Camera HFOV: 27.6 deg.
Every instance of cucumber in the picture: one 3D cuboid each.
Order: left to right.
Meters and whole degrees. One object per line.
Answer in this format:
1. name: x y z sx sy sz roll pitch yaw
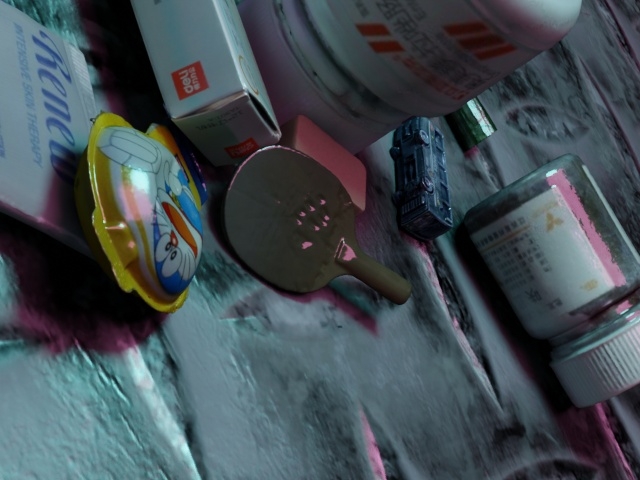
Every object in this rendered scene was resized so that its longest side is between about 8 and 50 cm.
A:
1. cucumber: 0.190 -0.172 1.703 0.048 0.048 0.105 -13 73 -56

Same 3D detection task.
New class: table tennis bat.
1. table tennis bat: 0.000 0.000 1.275 0.234 0.022 0.131 34 70 -28

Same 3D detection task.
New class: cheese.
1. cheese: -0.143 -0.036 1.099 0.270 0.069 0.177 -71 140 -69

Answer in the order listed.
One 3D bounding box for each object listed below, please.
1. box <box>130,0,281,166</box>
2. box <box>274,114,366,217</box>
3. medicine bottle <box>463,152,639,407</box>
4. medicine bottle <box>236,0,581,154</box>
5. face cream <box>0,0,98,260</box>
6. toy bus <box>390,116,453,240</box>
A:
1. box: -0.125 -0.213 1.245 0.135 0.079 0.269 49 20 -70
2. box: -0.009 -0.065 1.332 0.122 0.062 0.089 38 37 -29
3. medicine bottle: 0.302 0.048 1.558 0.165 0.165 0.273 -22 82 -57
4. medicine bottle: 0.077 -0.245 1.357 0.256 0.325 0.256 35 38 -34
5. face cream: -0.304 -0.131 0.977 0.420 0.137 0.234 30 38 -54
6. toy bus: 0.121 -0.075 1.528 0.065 0.047 0.166 37 37 -35
